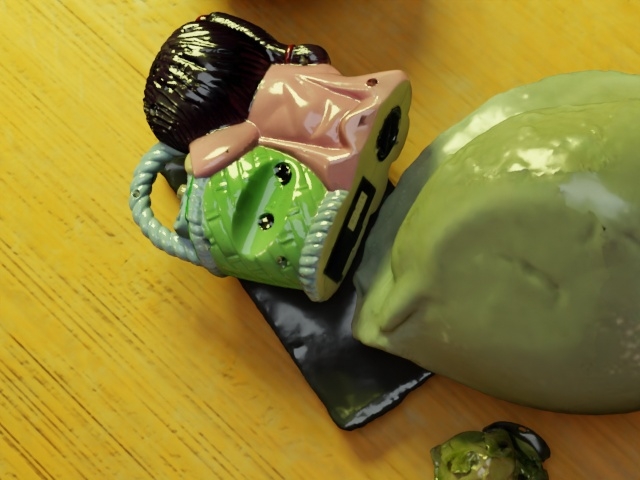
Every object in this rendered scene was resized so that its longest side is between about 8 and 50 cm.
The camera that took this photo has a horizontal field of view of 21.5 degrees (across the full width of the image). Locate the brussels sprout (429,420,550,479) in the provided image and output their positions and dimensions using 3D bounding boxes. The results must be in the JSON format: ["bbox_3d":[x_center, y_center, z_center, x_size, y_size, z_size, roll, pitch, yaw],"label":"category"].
[{"bbox_3d":[0.127,0.167,1.226,0.085,0.058,0.085,2,73,-8],"label":"brussels sprout"}]

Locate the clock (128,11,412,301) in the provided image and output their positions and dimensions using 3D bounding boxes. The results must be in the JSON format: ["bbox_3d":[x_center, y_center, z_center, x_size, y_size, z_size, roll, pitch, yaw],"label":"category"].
[{"bbox_3d":[-0.051,-0.066,1.268,0.195,0.100,0.194,22,82,18],"label":"clock"}]

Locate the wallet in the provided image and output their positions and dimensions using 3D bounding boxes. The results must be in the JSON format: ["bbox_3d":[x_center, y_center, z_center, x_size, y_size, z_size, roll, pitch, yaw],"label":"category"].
[{"bbox_3d":[0.000,0.000,1.306,0.146,0.030,0.285,-34,73,-4],"label":"wallet"}]

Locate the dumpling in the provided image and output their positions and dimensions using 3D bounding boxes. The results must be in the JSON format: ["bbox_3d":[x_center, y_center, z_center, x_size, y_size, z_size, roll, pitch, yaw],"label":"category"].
[{"bbox_3d":[0.193,-0.014,1.172,0.320,0.212,0.270,16,82,5],"label":"dumpling"}]
